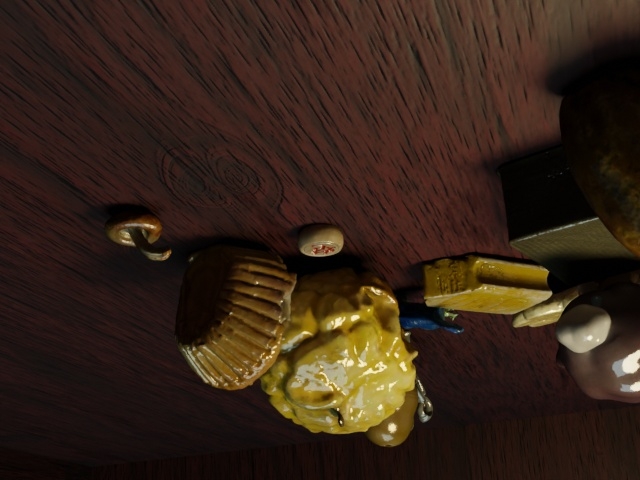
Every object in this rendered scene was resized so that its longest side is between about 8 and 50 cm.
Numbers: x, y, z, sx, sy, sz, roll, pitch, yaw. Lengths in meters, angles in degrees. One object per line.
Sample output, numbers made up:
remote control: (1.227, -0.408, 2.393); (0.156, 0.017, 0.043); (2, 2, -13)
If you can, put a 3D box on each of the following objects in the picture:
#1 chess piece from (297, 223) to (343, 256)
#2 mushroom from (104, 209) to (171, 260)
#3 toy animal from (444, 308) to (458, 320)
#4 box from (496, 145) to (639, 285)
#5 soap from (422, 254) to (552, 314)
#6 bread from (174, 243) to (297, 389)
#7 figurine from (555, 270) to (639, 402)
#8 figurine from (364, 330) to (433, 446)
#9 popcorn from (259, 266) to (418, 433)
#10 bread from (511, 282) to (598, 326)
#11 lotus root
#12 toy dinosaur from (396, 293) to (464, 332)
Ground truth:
chess piece: (0.000, 0.000, 1.708); (0.083, 0.038, 0.084); (-4, 160, -2)
mushroom: (-0.293, -0.011, 1.571); (0.129, 0.073, 0.088); (26, 150, 19)
toy animal: (0.302, 0.150, 2.144); (0.217, 0.041, 0.075); (-25, 149, 34)
box: (0.427, -0.040, 1.532); (0.184, 0.143, 0.273); (-17, 154, 32)
soap: (0.325, 0.092, 1.936); (0.257, 0.080, 0.160); (7, 157, -26)
bread: (-0.169, 0.137, 1.734); (0.149, 0.274, 0.274); (26, 145, -37)
figurine: (0.527, 0.118, 1.623); (0.218, 0.365, 0.206); (5, 124, 17)
figurine: (0.161, 0.368, 2.340); (0.342, 0.285, 0.167); (6, 155, -27)
popcorn: (0.016, 0.205, 1.893); (0.349, 0.382, 0.349); (-9, 118, -18)
bread: (0.571, 0.135, 2.067); (0.316, 0.054, 0.316); (-12, 168, -2)
lotus root: (0.442, -0.091, 1.237); (0.193, 0.291, 0.193); (-20, 163, -7)
toy dinosaur: (0.192, 0.161, 2.004); (0.247, 0.075, 0.188); (6, -171, 16)
